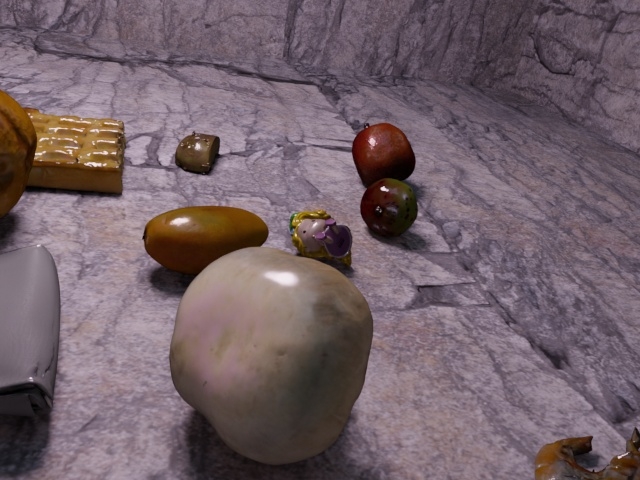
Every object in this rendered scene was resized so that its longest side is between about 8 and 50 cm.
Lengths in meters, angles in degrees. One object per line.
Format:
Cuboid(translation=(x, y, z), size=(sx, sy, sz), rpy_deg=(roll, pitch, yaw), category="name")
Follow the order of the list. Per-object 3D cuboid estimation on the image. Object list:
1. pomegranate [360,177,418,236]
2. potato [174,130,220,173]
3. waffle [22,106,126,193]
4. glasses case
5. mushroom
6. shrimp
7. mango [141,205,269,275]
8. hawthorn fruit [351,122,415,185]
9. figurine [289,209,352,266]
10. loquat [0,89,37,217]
Cuboid(translation=(0.150, -0.079, 1.299), size=(0.130, 0.129, 0.159), rpy_deg=(10, 19, -2), category="pomegranate")
Cuboid(translation=(-0.308, -0.241, 1.477), size=(0.101, 0.089, 0.172), rpy_deg=(9, 28, 0), category="potato")
Cuboid(translation=(-0.596, -0.211, 1.320), size=(0.305, 0.077, 0.348), rpy_deg=(2, 28, -16), category="waffle")
Cuboid(translation=(-0.399, 0.118, 0.741), size=(0.129, 0.083, 0.308), rpy_deg=(-6, 31, -19), category="glasses case")
Cuboid(translation=(-0.044, 0.136, 0.706), size=(0.234, 0.254, 0.260), rpy_deg=(33, 40, -51), category="mushroom")
Cuboid(translation=(0.348, 0.285, 0.734), size=(0.188, 0.051, 0.132), rpy_deg=(-14, 36, -36), category="shrimp")
Cuboid(translation=(-0.188, -0.003, 1.032), size=(0.139, 0.113, 0.253), rpy_deg=(27, 23, 37), category="mango")
Cuboid(translation=(0.158, -0.235, 1.540), size=(0.169, 0.169, 0.188), rpy_deg=(-8, 73, -33), category="hawthorn fruit")
Cuboid(translation=(0.000, 0.000, 1.149), size=(0.156, 0.114, 0.095), rpy_deg=(13, 53, 49), category="figurine")
Cuboid(translation=(-0.630, -0.152, 0.967), size=(0.284, 0.275, 0.276), rpy_deg=(24, 27, 2), category="loquat")
